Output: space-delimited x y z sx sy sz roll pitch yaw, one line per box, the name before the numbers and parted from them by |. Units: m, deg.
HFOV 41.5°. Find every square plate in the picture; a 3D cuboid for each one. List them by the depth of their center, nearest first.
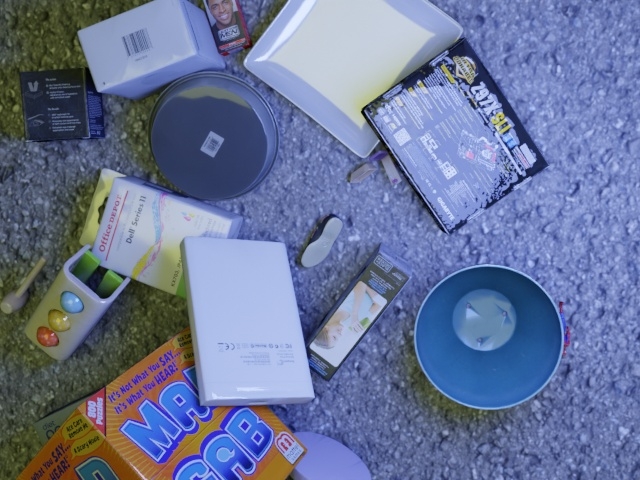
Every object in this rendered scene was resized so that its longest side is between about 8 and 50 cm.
square plate | 0.067 -0.413 1.814 0.344 0.049 0.347 38 100 3

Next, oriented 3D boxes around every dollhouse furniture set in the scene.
dollhouse furniture set | 0.132 -0.133 1.827 0.114 0.091 0.081 -33 74 39

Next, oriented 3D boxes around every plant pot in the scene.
plant pot | 0.344 0.183 1.754 0.290 0.195 0.290 1 95 9

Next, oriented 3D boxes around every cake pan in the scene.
cake pan | -0.236 -0.217 1.836 0.293 0.054 0.293 1 112 2

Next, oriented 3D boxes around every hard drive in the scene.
hard drive | -0.152 0.160 1.715 0.233 0.047 0.353 4 58 -28

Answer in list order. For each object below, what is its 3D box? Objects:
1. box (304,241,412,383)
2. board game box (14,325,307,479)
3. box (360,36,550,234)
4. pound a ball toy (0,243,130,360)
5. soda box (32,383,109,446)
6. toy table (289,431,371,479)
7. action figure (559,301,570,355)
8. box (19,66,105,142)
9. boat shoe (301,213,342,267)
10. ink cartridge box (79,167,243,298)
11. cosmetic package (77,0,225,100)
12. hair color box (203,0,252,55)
box | 0.075 0.151 1.809 0.087 0.169 0.290 38 98 0
board game box | -0.320 0.461 1.653 0.356 0.356 0.356 46 121 5
box | 0.277 -0.212 1.750 0.257 0.079 0.322 -36 97 0
pound a ball toy | -0.589 0.135 1.869 0.208 0.136 0.319 41 131 -6
soda box | -0.512 0.398 1.959 0.286 0.091 0.098 -26 92 10
toy table | 0.000 0.545 1.815 0.252 0.274 0.161 9 100 -12
action figure | 0.514 0.191 1.815 0.038 0.030 0.115 -10 96 5
box | -0.578 -0.303 1.901 0.156 0.093 0.158 -2 96 9
boat shoe | 0.001 0.001 1.869 0.049 0.042 0.133 30 101 -21
ink cartridge box | -0.376 -0.015 1.884 0.353 0.119 0.207 20 98 6
cosmetic package | -0.350 -0.403 1.790 0.224 0.225 0.138 -18 90 10
hair color box | -0.205 -0.484 1.851 0.072 0.043 0.141 -17 92 11
